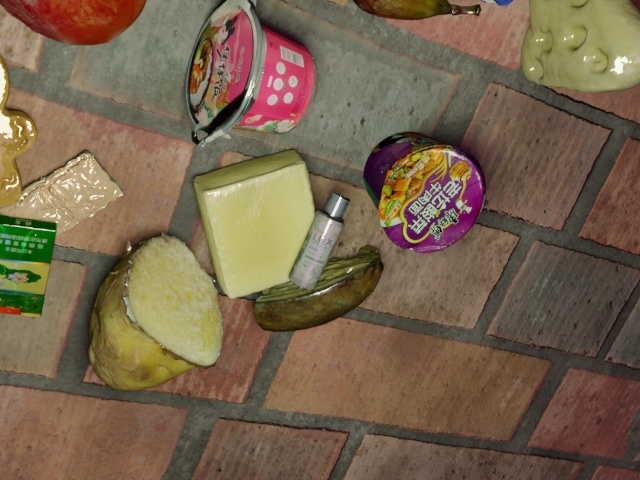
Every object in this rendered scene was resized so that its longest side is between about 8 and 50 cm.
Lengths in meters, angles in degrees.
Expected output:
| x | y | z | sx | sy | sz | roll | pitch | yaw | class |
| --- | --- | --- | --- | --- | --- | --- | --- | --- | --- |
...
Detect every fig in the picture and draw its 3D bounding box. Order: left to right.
| x | y | z | sx | sy | sz | roll | pitch | yaw | class |
| --- | --- | --- | --- | --- | --- | --- | --- | --- | --- |
| 0.195 | -0.507 | 1.507 | 0.274 | 0.145 | 0.170 | 21 | 108 | -11 | fig |

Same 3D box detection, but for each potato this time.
| x | y | z | sx | sy | sz | roll | pitch | yaw | class |
| --- | --- | --- | --- | --- | --- | --- | --- | --- | --- |
| -0.385 | 0.170 | 1.606 | 0.237 | 0.289 | 0.301 | -23 | 122 | 32 | potato |

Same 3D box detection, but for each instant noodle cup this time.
| x | y | z | sx | sy | sz | roll | pitch | yaw | class |
| --- | --- | --- | --- | --- | --- | --- | --- | --- | --- |
| -0.122 | -0.311 | 1.461 | 0.181 | 0.258 | 0.302 | 10 | 119 | -38 | instant noodle cup |
| 0.215 | -0.123 | 1.685 | 0.251 | 0.190 | 0.251 | -7 | 117 | -15 | instant noodle cup |

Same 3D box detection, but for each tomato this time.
| x | y | z | sx | sy | sz | roll | pitch | yaw | class |
| --- | --- | --- | --- | --- | --- | --- | --- | --- | --- |
| -0.440 | -0.464 | 1.301 | 0.309 | 0.170 | 0.309 | -7 | 116 | -15 | tomato |

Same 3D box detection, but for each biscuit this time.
| x | y | z | sx | sy | sz | roll | pitch | yaw | class |
| --- | --- | --- | --- | --- | --- | --- | --- | --- | --- |
| -0.674 | -0.223 | 1.395 | 0.275 | 0.052 | 0.355 | -4 | 113 | -14 | biscuit |

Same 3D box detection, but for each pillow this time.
| x | y | z | sx | sy | sz | roll | pitch | yaw | class |
| --- | --- | --- | --- | --- | --- | --- | --- | --- | --- |
| -0.531 | -0.078 | 1.536 | 0.232 | 0.043 | 0.126 | -32 | 126 | -5 | pillow |

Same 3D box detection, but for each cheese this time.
| x | y | z | sx | sy | sz | roll | pitch | yaw | class |
| --- | --- | --- | --- | --- | --- | --- | --- | --- | --- |
| -0.131 | -0.036 | 1.646 | 0.242 | 0.124 | 0.266 | -16 | 119 | -12 | cheese |
| 0.565 | -0.471 | 1.556 | 0.129 | 0.328 | 0.351 | -8 | 118 | -23 | cheese |

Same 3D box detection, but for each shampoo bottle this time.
| x | y | z | sx | sy | sz | roll | pitch | yaw | class |
| --- | --- | --- | --- | --- | --- | --- | --- | --- | --- |
| 0.000 | 0.000 | 1.613 | 0.072 | 0.072 | 0.214 | 19 | 102 | -26 | shampoo bottle |

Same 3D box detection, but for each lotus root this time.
| x | y | z | sx | sy | sz | roll | pitch | yaw | class |
| --- | --- | --- | --- | --- | --- | --- | --- | --- | --- |
| 0.006 | 0.133 | 1.755 | 0.314 | 0.210 | 0.142 | -17 | 109 | 5 | lotus root |

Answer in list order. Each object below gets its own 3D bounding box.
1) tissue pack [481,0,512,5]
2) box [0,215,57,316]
| x | y | z | sx | sy | sz | roll | pitch | yaw | class |
| --- | --- | --- | --- | --- | --- | --- | --- | --- | --- |
| 0.333 | -0.630 | 1.508 | 0.269 | 0.137 | 0.209 | 33 | 102 | -30 | tissue pack |
| -0.625 | 0.056 | 1.546 | 0.132 | 0.034 | 0.235 | 8 | 124 | -23 | box |
